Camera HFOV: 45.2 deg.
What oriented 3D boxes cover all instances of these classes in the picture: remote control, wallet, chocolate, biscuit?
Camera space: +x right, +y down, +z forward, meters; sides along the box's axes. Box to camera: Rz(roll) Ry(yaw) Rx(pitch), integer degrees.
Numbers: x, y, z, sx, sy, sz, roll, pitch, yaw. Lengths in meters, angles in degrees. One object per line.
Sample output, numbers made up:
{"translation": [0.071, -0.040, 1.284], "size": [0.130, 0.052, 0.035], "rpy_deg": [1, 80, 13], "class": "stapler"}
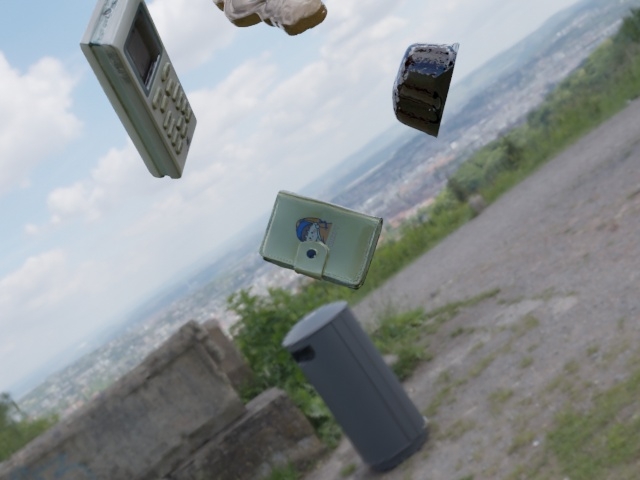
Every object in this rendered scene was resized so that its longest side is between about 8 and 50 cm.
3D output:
{"translation": [-0.227, -0.199, 1.011], "size": [0.277, 0.055, 0.103], "rpy_deg": [76, -158, -60], "class": "remote control"}
{"translation": [0.000, 0.000, 1.089], "size": [0.039, 0.155, 0.110], "rpy_deg": [42, -114, -75], "class": "wallet"}
{"translation": [0.145, -0.231, 1.081], "size": [0.148, 0.080, 0.125], "rpy_deg": [90, -166, -59], "class": "chocolate"}
{"translation": [-0.063, -0.340, 1.016], "size": [0.236, 0.040, 0.144], "rpy_deg": [22, 69, 39], "class": "biscuit"}
